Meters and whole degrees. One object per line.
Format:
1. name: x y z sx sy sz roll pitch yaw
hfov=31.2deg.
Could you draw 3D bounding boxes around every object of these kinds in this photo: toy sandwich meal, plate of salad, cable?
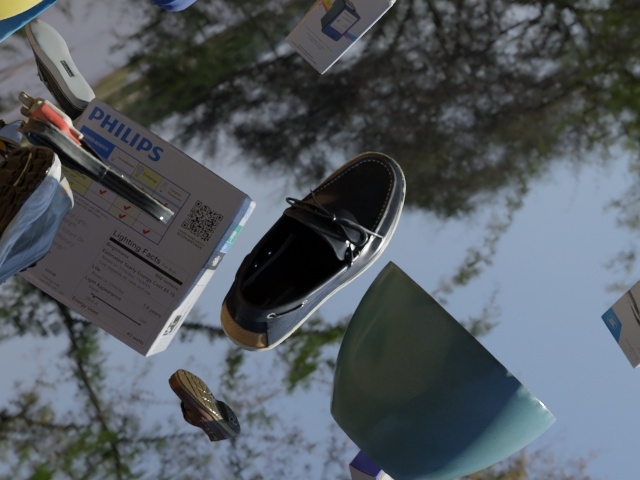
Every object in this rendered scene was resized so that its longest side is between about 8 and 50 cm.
1. toy sandwich meal: -0.554 -0.155 1.976 0.085 0.085 0.029 -15 -121 53
2. plate of salad: -0.626 -0.155 2.140 0.200 0.048 0.200 -49 179 -1
3. cable: -0.334 -0.127 1.705 0.072 0.287 0.139 -60 -172 -7

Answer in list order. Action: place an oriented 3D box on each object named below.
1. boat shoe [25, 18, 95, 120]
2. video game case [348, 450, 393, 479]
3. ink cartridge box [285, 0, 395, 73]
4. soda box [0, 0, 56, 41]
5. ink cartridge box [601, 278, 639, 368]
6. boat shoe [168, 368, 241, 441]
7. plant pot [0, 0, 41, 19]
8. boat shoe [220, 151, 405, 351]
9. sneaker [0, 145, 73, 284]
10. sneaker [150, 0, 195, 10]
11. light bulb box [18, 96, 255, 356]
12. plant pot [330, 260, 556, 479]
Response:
1. boat shoe: -0.529 -0.337 2.267 0.070 0.219 0.077 -39 165 32
2. video game case: 0.159 0.391 2.065 0.061 0.244 0.269 21 -130 29
3. ink cartridge box: 0.056 -0.402 1.925 0.212 0.093 0.154 -35 -163 46
4. soda box: -0.568 -0.403 2.050 0.210 0.071 0.067 -35 -161 3
5. ink cartridge box: 0.535 0.112 1.819 0.060 0.104 0.180 -15 154 -30
6. boat shoe: -0.195 0.272 1.842 0.060 0.178 0.064 -31 -137 7
7. plant pot: -0.377 -0.371 1.198 0.253 0.239 0.254 -8 -132 8
8. boat shoe: 0.000 0.000 2.169 0.500 0.186 0.156 -46 164 -26
9. sneaker: -0.383 0.016 1.373 0.100 0.108 0.272 16 -121 31
10. sneaker: -0.108 -0.326 1.262 0.111 0.131 0.296 -8 -138 24
11. light bulb box: -0.369 -0.022 2.227 0.361 0.357 0.225 -57 178 -1
12. plant pot: 0.127 0.196 1.462 0.195 0.290 0.290 -46 -169 0
